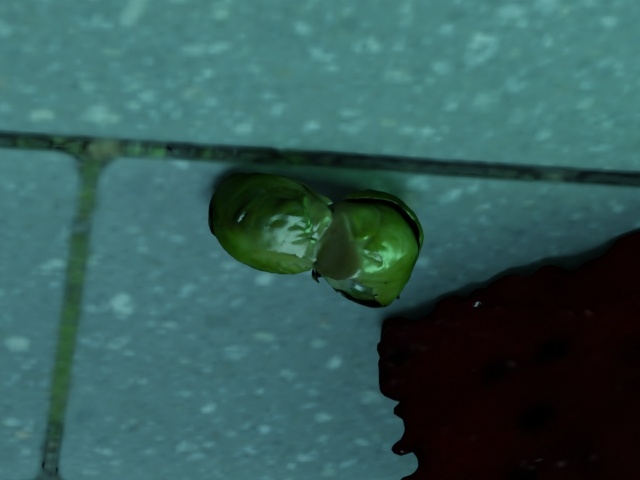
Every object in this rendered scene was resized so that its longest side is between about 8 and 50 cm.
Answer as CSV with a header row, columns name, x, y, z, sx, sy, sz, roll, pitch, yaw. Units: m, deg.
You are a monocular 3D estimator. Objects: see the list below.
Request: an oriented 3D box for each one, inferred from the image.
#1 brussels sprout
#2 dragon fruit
name,x,y,z,sx,sy,sz,roll,pitch,yaw
brussels sprout,-0.001,0.000,0.637,0.083,0.046,0.051,9,176,-18
dragon fruit,0.168,0.193,0.649,0.228,0.329,0.286,-14,124,6
